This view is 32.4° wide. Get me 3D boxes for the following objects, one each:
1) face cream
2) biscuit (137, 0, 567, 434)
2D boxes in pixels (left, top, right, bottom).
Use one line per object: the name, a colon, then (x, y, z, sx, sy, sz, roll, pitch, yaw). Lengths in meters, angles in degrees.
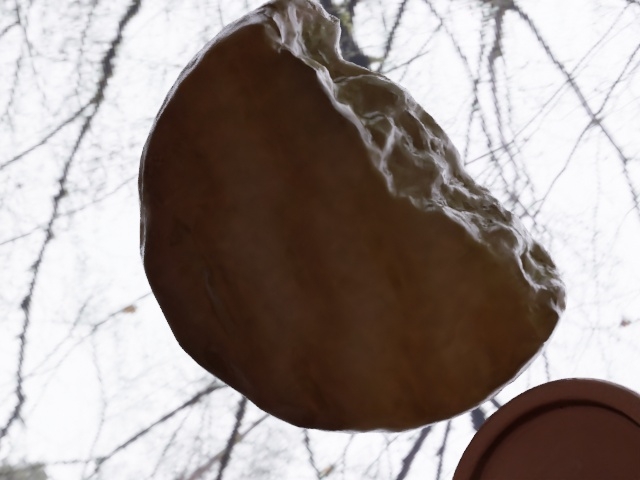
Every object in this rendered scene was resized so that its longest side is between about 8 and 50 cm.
face cream: (0.153, 0.157, 0.581, 0.149, 0.104, 0.149, -24, -128, 34)
biscuit: (0.000, 0.000, 0.683, 0.213, 0.091, 0.274, -37, -82, 13)
